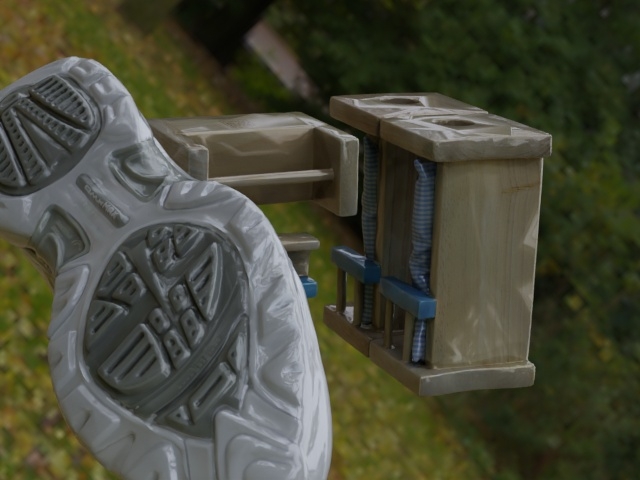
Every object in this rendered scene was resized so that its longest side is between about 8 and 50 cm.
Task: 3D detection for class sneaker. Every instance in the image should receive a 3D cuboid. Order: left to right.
[{"bbox_3d":[-0.046,0.027,0.608,0.115,0.090,0.232,52,2,-44],"label":"sneaker"}]

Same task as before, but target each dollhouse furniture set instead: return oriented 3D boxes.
[{"bbox_3d":[0.000,0.000,0.858,0.129,0.183,0.129,-148,-123,-63],"label":"dollhouse furniture set"}]
